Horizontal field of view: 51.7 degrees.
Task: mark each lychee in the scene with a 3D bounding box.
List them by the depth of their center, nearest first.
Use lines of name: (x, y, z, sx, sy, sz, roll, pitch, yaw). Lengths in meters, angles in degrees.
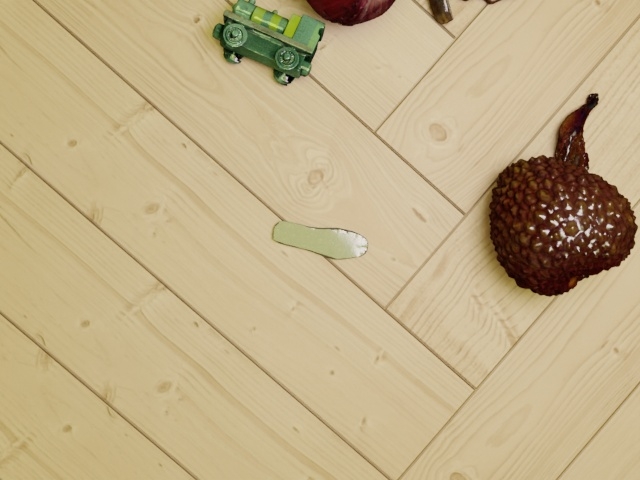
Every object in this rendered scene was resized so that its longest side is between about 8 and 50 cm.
lychee: (0.431, -0.039, 1.229, 0.271, 0.271, 0.272, 0, 91, -3)

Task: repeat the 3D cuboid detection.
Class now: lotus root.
lotus root: (0.233, -0.466, 1.295, 0.037, 0.030, 0.083, -12, 102, 27)

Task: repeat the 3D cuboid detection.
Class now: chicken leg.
chicken leg: (0.507, -0.197, 1.316, 0.093, 0.053, 0.205, 7, 98, -26)

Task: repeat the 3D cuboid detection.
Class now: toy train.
toy train: (-0.100, -0.389, 1.269, 0.200, 0.083, 0.132, 24, 79, -3)

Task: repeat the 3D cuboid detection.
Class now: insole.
insole: (0.000, 0.000, 1.311, 0.191, 0.010, 0.063, 11, 90, -2)

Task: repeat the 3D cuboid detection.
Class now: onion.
onion: (0.047, -0.527, 1.215, 0.252, 0.219, 0.252, -22, 128, -30)

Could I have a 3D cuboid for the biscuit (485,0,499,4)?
biscuit: (0.341, -0.558, 1.306, 0.215, 0.034, 0.182, 10, 91, -3)
